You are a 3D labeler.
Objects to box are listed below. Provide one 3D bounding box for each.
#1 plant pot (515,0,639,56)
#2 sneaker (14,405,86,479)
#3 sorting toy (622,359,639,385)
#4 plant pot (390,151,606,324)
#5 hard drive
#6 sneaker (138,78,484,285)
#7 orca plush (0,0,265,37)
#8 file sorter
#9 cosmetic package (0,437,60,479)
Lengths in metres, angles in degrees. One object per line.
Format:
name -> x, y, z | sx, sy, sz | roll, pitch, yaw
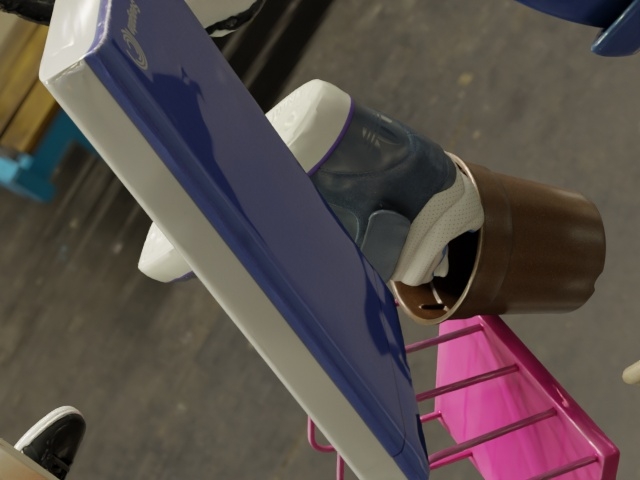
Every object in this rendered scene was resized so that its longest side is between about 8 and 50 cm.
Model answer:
plant pot -> 0.268, -0.312, 1.305 | 0.236, 0.212, 0.236 | -51, 1, 35
sneaker -> -0.298, 0.294, 1.587 | 0.121, 0.079, 0.217 | 33, 82, 32
sorting toy -> 0.290, 0.093, 0.760 | 0.193, 0.208, 0.038 | -42, 19, 49
plant pot -> 0.177, 0.006, 1.443 | 0.167, 0.165, 0.167 | -19, 68, 59
hard drive -> -0.042, -0.020, 0.853 | 0.040, 0.319, 0.210 | -30, 28, 12
sneaker -> 0.000, -0.001, 1.378 | 0.323, 0.236, 0.130 | -35, 31, 42
orca plush -> -0.188, -0.180, 1.202 | 0.151, 0.287, 0.102 | 55, 144, 30
file sorter -> 0.127, 0.212, 1.453 | 0.291, 0.182, 0.202 | 51, 150, 45
cosmetic package -> -0.399, 0.223, 1.428 | 0.296, 0.129, 0.153 | 30, 79, 15
